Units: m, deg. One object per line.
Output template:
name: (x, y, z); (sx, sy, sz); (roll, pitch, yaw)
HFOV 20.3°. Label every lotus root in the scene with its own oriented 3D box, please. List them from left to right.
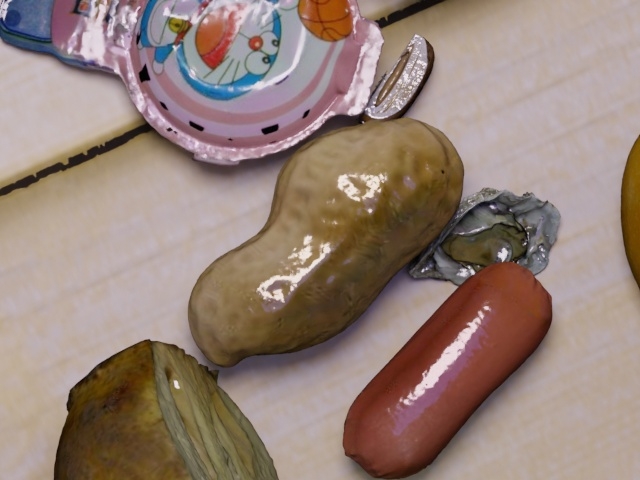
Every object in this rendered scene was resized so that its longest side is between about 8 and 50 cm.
lotus root: (-0.103, 0.208, 1.205); (0.149, 0.267, 0.260); (-29, 81, 3)
lotus root: (0.059, -0.114, 1.345); (0.030, 0.037, 0.083); (35, 80, 3)

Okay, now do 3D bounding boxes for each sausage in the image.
sausage: (0.094, 0.097, 1.321); (0.077, 0.077, 0.194); (43, 84, -2)

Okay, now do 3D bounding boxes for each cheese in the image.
cheese: (-0.096, -0.157, 1.314); (0.286, 0.074, 0.188); (16, 82, 7)

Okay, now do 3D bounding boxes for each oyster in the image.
oyster: (0.127, 0.000, 1.355); (0.100, 0.037, 0.098); (22, 104, -25)

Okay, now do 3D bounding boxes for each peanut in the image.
peanut: (0.000, 0.000, 1.299); (0.236, 0.110, 0.120); (-40, 134, -3)

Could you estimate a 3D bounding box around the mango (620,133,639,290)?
mango: (0.298, 0.008, 1.340); (0.136, 0.099, 0.227); (-20, 98, -14)
